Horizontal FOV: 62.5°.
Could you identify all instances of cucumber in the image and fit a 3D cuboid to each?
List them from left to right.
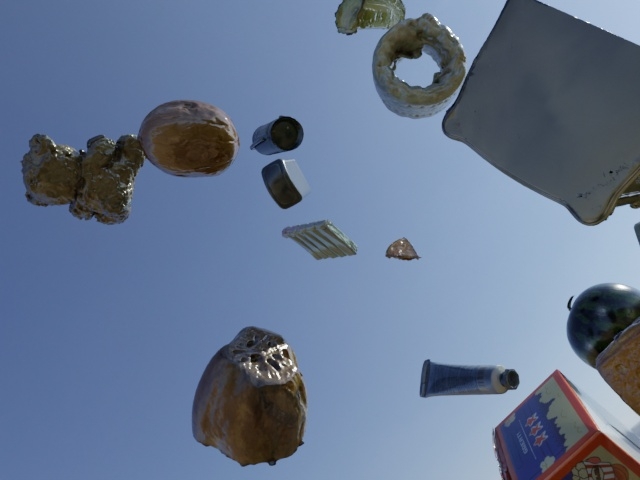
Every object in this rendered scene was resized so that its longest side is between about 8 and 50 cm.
[{"bbox_3d":[0.173,-0.751,1.730,0.325,0.105,0.145,-26,-40,-49],"label":"cucumber"}]

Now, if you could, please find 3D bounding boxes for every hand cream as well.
[{"bbox_3d":[0.297,0.287,1.103,0.055,0.088,0.256,21,-23,-27],"label":"hand cream"}]

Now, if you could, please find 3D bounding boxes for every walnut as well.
[{"bbox_3d":[-0.272,-0.210,1.096,0.207,0.167,0.167,0,-49,-15],"label":"walnut"}]

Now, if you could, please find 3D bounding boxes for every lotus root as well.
[{"bbox_3d":[-0.146,0.367,1.320,0.316,0.316,0.249,-13,-53,-34],"label":"lotus root"}]

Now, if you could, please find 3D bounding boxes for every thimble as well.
[{"bbox_3d":[0.308,-0.546,1.671,0.291,0.291,0.195,-43,-8,2],"label":"thimble"}]

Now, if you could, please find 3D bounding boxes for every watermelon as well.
[{"bbox_3d":[0.834,0.254,1.503,0.269,0.269,0.268,-25,-38,-22],"label":"watermelon"}]

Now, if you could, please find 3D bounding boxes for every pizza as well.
[{"bbox_3d":[0.232,0.036,1.564,0.099,0.100,0.029,-14,-48,-20],"label":"pizza"}]

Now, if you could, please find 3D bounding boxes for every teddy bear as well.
[{"bbox_3d":[-0.566,-0.143,1.247,0.256,0.156,0.267,16,-61,-19],"label":"teddy bear"}]

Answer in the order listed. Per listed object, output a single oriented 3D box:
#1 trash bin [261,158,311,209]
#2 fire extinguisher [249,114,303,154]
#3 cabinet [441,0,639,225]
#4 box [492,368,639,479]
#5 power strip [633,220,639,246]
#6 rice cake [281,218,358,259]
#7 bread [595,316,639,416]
[{"bbox_3d":[-0.125,-0.218,1.972,0.101,0.176,0.236,-29,5,16],"label":"trash bin"},{"bbox_3d":[-0.138,-0.289,1.488,0.118,0.294,0.093,-35,-74,-14],"label":"fire extinguisher"},{"bbox_3d":[0.424,-0.203,0.846,0.318,0.290,0.227,-10,-46,-48],"label":"cabinet"},{"bbox_3d":[0.637,0.554,1.239,0.256,0.349,0.318,-50,1,15],"label":"box"},{"bbox_3d":[0.808,-0.018,1.103,0.139,0.140,0.224,1,-23,-14],"label":"power strip"},{"bbox_3d":[0.000,0.000,1.577,0.198,0.190,0.037,33,-122,-42],"label":"rice cake"},{"bbox_3d":[0.654,0.248,0.964,0.099,0.235,0.210,-20,-36,-34],"label":"bread"}]
